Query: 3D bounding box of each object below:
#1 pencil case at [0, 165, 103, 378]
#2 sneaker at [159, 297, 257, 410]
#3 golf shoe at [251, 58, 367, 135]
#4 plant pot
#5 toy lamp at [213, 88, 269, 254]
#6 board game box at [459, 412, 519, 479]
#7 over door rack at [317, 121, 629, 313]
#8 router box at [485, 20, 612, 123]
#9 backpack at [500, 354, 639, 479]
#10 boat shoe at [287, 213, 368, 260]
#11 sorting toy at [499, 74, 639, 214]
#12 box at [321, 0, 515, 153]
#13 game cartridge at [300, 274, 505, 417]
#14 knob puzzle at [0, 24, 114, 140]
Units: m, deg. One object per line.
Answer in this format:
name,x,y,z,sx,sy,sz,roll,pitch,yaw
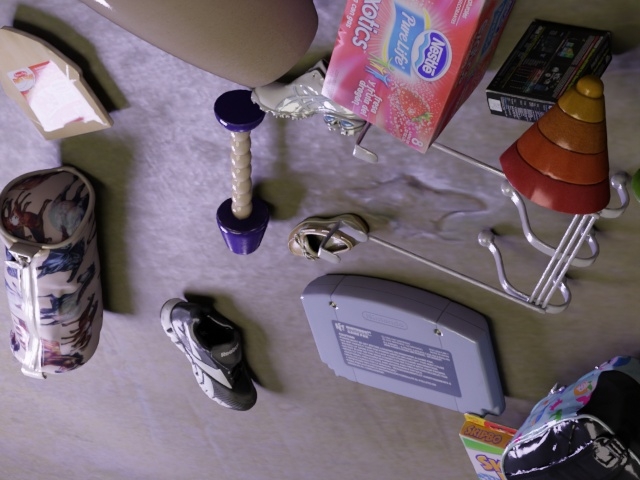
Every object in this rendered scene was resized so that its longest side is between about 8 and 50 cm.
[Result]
pencil case,-0.449,0.064,2.411,0.160,0.183,0.410,28,145,14
sneaker,-0.164,0.190,2.387,0.106,0.078,0.234,-8,123,49
golf shoe,-0.008,-0.192,1.842,0.176,0.069,0.086,14,119,27
plant pot,-0.132,-0.308,1.679,0.256,0.256,0.274,-5,143,45
toy lamp,-0.107,-0.086,2.027,0.080,0.080,0.274,26,142,17
board game box,0.287,0.343,2.154,0.124,0.039,0.259,14,148,30
over door rack,0.181,-0.041,1.763,0.324,0.108,0.239,14,144,-2
router box,0.245,-0.178,1.561,0.092,0.122,0.038,15,144,31
backpack,0.371,0.285,1.914,0.225,0.191,0.253,44,138,-4
boat shoe,0.001,0.001,2.049,0.153,0.048,0.056,-9,124,47
sorting toy,0.373,-0.089,1.485,0.366,0.127,0.126,9,124,-10
box,0.122,-0.259,1.556,0.142,0.154,0.300,31,144,10
game cartridge,0.118,0.145,2.106,0.297,0.062,0.198,14,134,31
knob puzzle,-0.405,-0.240,2.157,0.213,0.030,0.213,25,144,20
